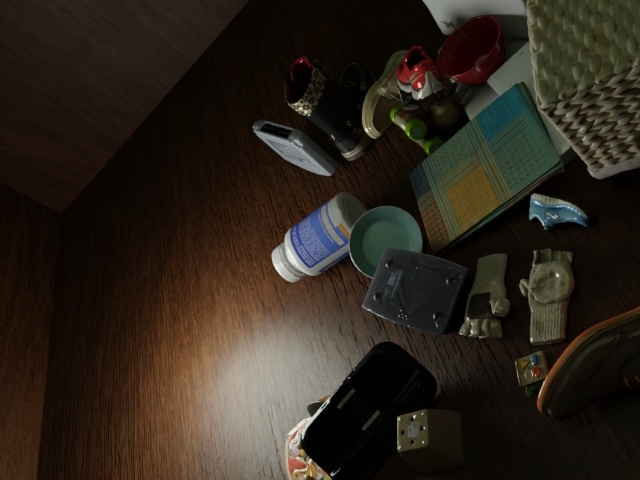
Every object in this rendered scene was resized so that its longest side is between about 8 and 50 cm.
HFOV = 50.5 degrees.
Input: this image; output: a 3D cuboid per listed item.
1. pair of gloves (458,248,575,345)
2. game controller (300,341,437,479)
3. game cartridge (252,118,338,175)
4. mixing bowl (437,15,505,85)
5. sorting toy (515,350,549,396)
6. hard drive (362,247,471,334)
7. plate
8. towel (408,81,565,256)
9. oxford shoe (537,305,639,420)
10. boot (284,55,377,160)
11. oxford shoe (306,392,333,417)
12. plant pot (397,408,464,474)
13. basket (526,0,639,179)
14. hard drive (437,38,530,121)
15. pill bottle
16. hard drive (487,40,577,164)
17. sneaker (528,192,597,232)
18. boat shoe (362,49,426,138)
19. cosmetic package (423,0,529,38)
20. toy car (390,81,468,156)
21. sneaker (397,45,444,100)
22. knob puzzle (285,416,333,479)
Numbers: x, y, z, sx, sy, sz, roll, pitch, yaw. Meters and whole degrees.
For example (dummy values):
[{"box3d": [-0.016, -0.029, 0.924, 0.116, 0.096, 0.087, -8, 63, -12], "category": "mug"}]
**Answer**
[{"box3d": [0.401, 0.110, 1.383, 0.240, 0.042, 0.204, -6, 59, 46], "category": "pair of gloves"}, {"box3d": [0.099, 0.372, 1.452, 0.166, 0.067, 0.319, 42, 98, 16], "category": "game controller"}, {"box3d": [-0.075, -0.286, 2.111, 0.297, 0.198, 0.062, 27, 85, 54], "category": "game cartridge"}, {"box3d": [0.394, -0.458, 1.701, 0.181, 0.098, 0.182, -29, 43, 31], "category": "mixing bowl"}, {"box3d": [0.404, 0.255, 1.290, 0.062, 0.012, 0.083, -29, 43, 33], "category": "sorting toy"}, {"box3d": [0.221, 0.116, 1.558, 0.254, 0.054, 0.172, 14, 81, 49], "category": "hard drive"}, {"box3d": [0.163, 0.007, 1.693, 0.188, 0.024, 0.188, -3, 79, 17], "category": "plate"}, {"box3d": [0.368, -0.161, 1.568, 0.370, 0.040, 0.272, -41, 45, 36], "category": "towel"}, {"box3d": [0.518, 0.195, 1.111, 0.363, 0.130, 0.133, -45, 43, 16], "category": "oxford shoe"}, {"box3d": [0.035, -0.454, 2.037, 0.138, 0.284, 0.378, -22, 49, 38], "category": "boot"}, {"box3d": [0.052, 0.380, 1.574, 0.212, 0.076, 0.076, -25, 12, 44], "category": "oxford shoe"}, {"box3d": [0.209, 0.390, 1.342, 0.109, 0.096, 0.109, -26, 46, 37], "category": "plant pot"}, {"box3d": [0.584, -0.351, 1.240, 0.328, 0.266, 0.332, -22, 49, 40], "category": "basket"}, {"box3d": [0.449, -0.468, 1.770, 0.233, 0.047, 0.353, -37, 40, 25], "category": "hard drive"}, {"box3d": [0.000, 0.000, 1.841, 0.272, 0.152, 0.152, -34, 41, 27], "category": "pill bottle"}, {"box3d": [0.535, -0.338, 1.528, 0.203, 0.040, 0.308, -42, 48, 19], "category": "hard drive"}, {"box3d": [0.495, -0.046, 1.394, 0.162, 0.063, 0.073, 26, 101, 59], "category": "sneaker"}, {"box3d": [0.217, -0.432, 1.967, 0.098, 0.109, 0.302, 4, 60, 52], "category": "boat shoe"}, {"box3d": [0.457, -0.766, 1.695, 0.327, 0.329, 0.394, 23, 75, 47], "category": "cosmetic package"}, {"box3d": [0.299, -0.334, 1.755, 0.188, 0.149, 0.155, -47, 27, 12], "category": "toy car"}, {"box3d": [0.262, -0.460, 1.802, 0.107, 0.118, 0.279, -21, 23, 1], "category": "sneaker"}, {"box3d": [-0.031, 0.497, 1.566, 0.213, 0.030, 0.213, -24, 58, 44], "category": "knob puzzle"}]
